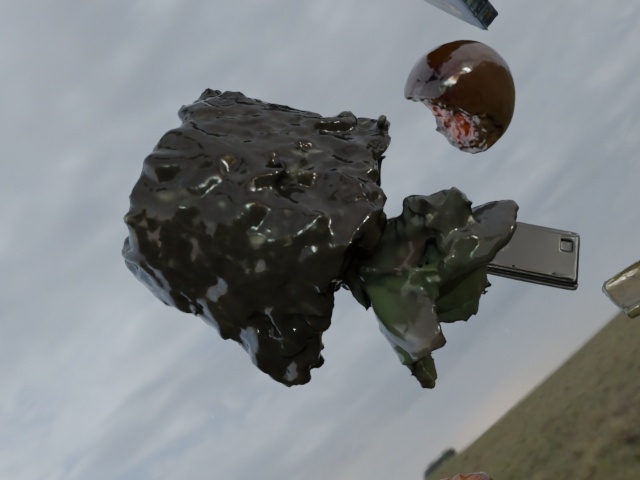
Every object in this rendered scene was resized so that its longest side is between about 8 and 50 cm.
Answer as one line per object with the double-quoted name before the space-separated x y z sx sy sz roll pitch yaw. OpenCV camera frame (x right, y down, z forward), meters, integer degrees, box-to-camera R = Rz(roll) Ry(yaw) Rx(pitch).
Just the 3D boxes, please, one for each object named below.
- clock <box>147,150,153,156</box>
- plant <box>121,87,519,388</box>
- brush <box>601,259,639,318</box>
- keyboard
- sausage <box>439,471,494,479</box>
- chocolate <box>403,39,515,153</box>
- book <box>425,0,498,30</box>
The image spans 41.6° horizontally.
"clock" -0.095 -0.041 0.639 0.017 0.085 0.085 -49 -17 1
"plant" 0.000 0.000 0.468 0.142 0.203 0.131 -61 -1 38
"brush" 0.356 -0.006 0.714 0.248 0.043 0.036 -32 -50 -1
"keyboard" 0.222 0.005 1.090 0.025 0.230 0.093 98 -175 -61
"sausage" 0.156 0.301 0.742 0.076 0.197 0.076 -19 -24 -9
"chocolate" 0.157 -0.164 0.951 0.124 0.127 0.133 -3 -1 13
"book" 0.015 -0.415 0.971 0.039 0.300 0.428 -52 -40 6
